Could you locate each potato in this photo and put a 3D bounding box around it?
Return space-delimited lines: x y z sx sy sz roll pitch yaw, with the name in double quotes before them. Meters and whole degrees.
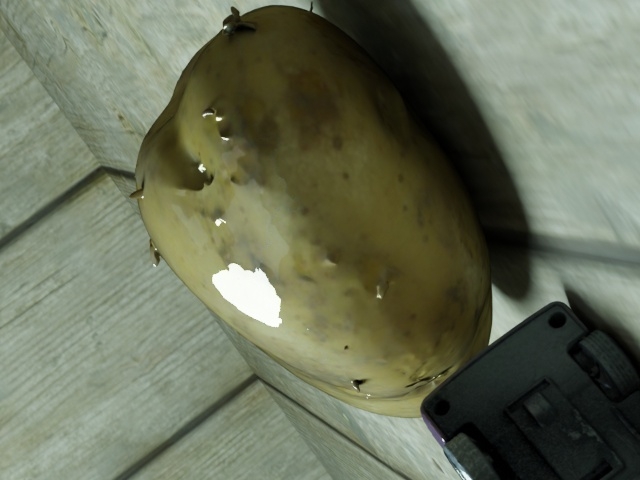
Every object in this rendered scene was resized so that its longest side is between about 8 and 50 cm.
"potato" -0.002 -0.003 0.841 0.161 0.128 0.235 54 178 21

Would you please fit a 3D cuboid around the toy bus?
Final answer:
"toy bus" 0.125 0.116 0.787 0.178 0.087 0.098 51 174 36
